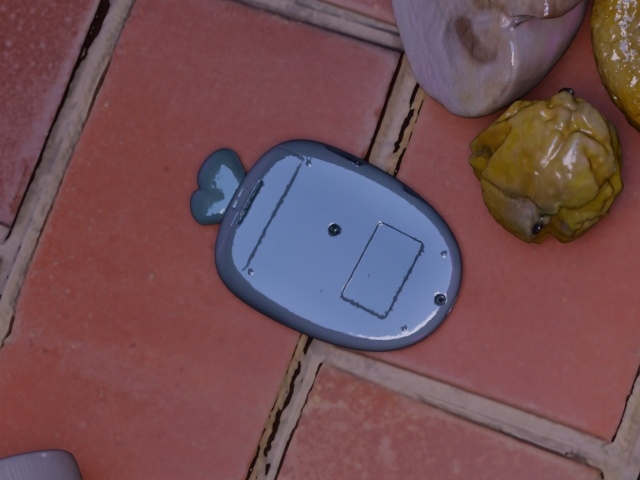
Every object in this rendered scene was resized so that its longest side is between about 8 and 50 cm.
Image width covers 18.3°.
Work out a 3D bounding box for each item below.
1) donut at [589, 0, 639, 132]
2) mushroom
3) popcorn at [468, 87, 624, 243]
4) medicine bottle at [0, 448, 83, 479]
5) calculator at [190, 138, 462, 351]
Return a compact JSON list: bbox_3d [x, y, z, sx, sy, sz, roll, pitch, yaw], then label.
[{"bbox_3d":[0.380,-0.201,1.884,0.277,0.108,0.277,0,90,29],"label":"donut"},{"bbox_3d":[0.202,-0.215,1.943,0.162,0.236,0.173,-11,95,-33],"label":"mushroom"},{"bbox_3d":[0.221,-0.069,1.912,0.148,0.167,0.152,49,50,-14],"label":"popcorn"},{"bbox_3d":[-0.267,0.385,1.878,0.208,0.208,0.339,-21,76,6],"label":"medicine bottle"},{"bbox_3d":[0.000,0.000,1.993,0.299,0.041,0.185,28,85,13],"label":"calculator"}]
